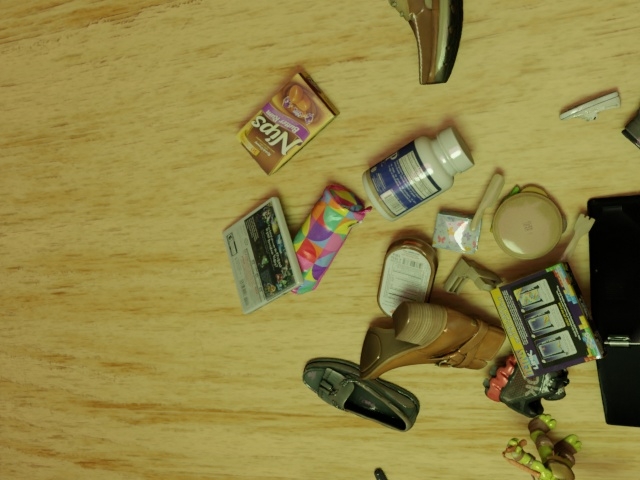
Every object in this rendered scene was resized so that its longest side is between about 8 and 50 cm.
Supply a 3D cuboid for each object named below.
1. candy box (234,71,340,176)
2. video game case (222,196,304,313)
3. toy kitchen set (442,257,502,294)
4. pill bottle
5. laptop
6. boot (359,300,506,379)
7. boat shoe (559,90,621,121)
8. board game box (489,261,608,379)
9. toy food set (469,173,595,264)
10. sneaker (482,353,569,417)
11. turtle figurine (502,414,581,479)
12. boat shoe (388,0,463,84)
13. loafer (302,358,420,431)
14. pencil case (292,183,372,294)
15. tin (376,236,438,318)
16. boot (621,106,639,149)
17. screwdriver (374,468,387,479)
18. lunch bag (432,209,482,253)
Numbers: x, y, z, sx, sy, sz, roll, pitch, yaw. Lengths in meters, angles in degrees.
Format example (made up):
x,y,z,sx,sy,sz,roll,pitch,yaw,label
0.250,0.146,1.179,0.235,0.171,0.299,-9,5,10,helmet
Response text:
x,y,z,sx,sy,sz,roll,pitch,yaw,label
-0.067,-0.227,1.216,0.186,0.053,0.109,-40,93,25,candy box
-0.122,0.033,1.267,0.173,0.022,0.191,-31,68,36,video game case
0.300,0.091,1.194,0.068,0.083,0.075,13,117,-32,toy kitchen set
0.181,-0.126,1.137,0.186,0.112,0.112,-31,95,22,pill bottle
0.688,0.136,1.077,0.381,0.236,0.408,-3,77,28,laptop
0.214,0.219,1.247,0.220,0.109,0.283,14,136,-16,boot
0.464,-0.222,1.062,0.100,0.035,0.035,-20,97,15,boat shoe
0.396,0.142,1.081,0.141,0.048,0.170,-27,74,35,board game box
0.380,-0.031,1.130,0.192,0.038,0.133,28,99,10,toy food set
0.421,0.220,1.158,0.135,0.097,0.276,39,119,34,sneaker
0.459,0.441,1.166,0.269,0.217,0.087,27,112,8,turtle figurine
0.176,-0.431,1.051,0.119,0.122,0.324,3,99,22,boat shoe
0.080,0.331,1.323,0.267,0.084,0.096,18,111,11,loafer
0.000,0.000,1.241,0.104,0.104,0.236,36,115,4,pencil case
0.169,0.081,1.223,0.106,0.040,0.190,17,125,17,tin
0.682,-0.196,0.971,0.338,0.118,0.223,24,115,21,boot
0.167,0.594,1.416,0.025,0.024,0.170,-31,103,-6,screwdriver
0.262,-0.016,1.178,0.083,0.053,0.071,12,108,24,lunch bag
